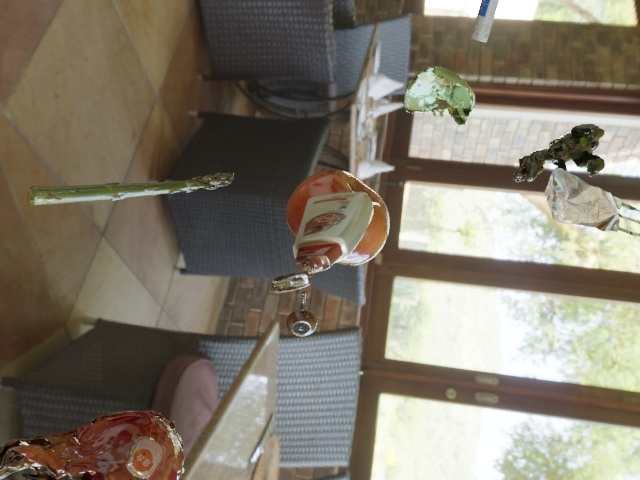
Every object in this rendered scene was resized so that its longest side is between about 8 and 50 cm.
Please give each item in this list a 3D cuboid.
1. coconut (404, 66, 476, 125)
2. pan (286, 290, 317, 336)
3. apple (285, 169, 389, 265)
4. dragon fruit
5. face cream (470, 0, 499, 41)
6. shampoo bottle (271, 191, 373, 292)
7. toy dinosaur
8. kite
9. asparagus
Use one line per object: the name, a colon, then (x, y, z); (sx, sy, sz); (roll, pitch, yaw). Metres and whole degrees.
coconut: (0.215, -0.259, 1.053); (0.158, 0.133, 0.055); (0, -115, 62)
pan: (-0.040, 0.162, 1.273); (0.023, 0.068, 0.115); (-89, -178, -60)
apple: (0.050, -0.058, 1.528); (0.206, 0.272, 0.251); (-52, -171, 14)
dragon fruit: (-0.183, 0.185, 0.488); (0.190, 0.094, 0.094); (27, 68, -57)
face cream: (0.323, -0.451, 1.143); (0.034, 0.034, 0.130); (-66, 170, -64)
shampoo bottle: (0.000, 0.000, 1.156); (0.284, 0.153, 0.071); (-58, 138, -51)
toy dinosaur: (0.418, -0.168, 1.056); (0.179, 0.187, 0.087); (-111, -169, -69)
kite: (0.461, -0.037, 0.933); (0.016, 0.229, 0.127); (-48, 144, -18)
asparagus: (-0.220, -0.064, 0.724); (0.025, 0.248, 0.024); (14, -71, 56)
